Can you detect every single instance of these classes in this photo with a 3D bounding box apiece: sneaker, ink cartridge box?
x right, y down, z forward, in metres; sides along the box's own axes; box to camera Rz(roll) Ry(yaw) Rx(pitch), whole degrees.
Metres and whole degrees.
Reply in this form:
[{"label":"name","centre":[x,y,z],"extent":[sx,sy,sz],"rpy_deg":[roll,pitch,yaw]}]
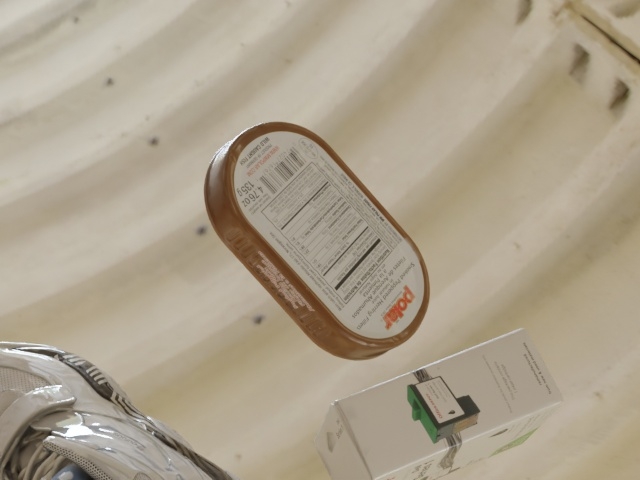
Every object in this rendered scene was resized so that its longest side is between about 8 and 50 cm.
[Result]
[{"label":"sneaker","centre":[-0.221,0.183,0.893],"extent":[0.366,0.210,0.137],"rpy_deg":[28,-90,21]},{"label":"ink cartridge box","centre":[0.118,0.191,1.131],"extent":[0.160,0.220,0.092],"rpy_deg":[104,-36,-63]}]

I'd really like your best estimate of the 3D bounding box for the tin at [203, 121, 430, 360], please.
[{"label":"tin","centre":[0.000,0.000,0.767],"extent":[0.106,0.189,0.040],"rpy_deg":[-46,-172,-30]}]
